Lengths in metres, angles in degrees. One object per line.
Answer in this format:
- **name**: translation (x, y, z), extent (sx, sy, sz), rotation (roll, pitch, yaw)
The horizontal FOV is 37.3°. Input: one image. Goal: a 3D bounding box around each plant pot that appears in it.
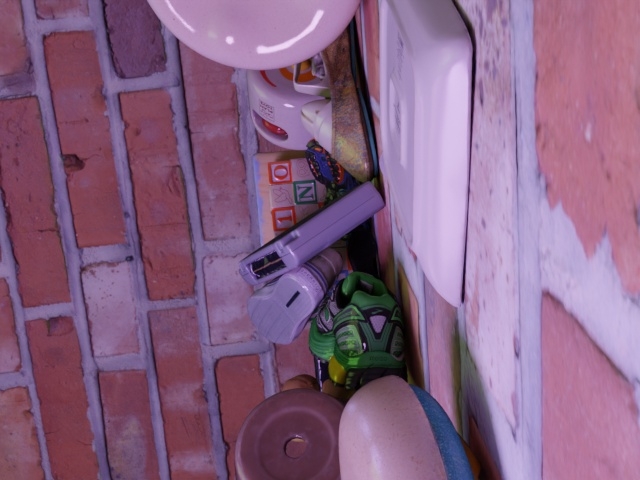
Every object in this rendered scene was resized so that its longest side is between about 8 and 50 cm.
- **plant pot**: translation (-0.005, 0.296, 1.200), extent (0.229, 0.263, 0.263), rotation (71, -170, -57)

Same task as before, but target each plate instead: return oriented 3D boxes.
- **plate**: translation (0.093, -0.121, 0.921), extent (0.277, 0.045, 0.278), rotation (-99, 5, -54)

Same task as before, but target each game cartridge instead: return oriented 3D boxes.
- **game cartridge**: translation (-0.014, -0.012, 1.506), extent (0.060, 0.196, 0.294), rotation (53, 160, -4)

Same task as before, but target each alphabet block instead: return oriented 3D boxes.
- **alphabet block**: translation (-0.028, -0.075, 1.888), extent (0.192, 0.197, 0.193), rotation (113, 152, -86)

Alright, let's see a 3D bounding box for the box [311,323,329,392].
- **box**: translation (0.042, 0.254, 2.021), extent (0.207, 0.108, 0.153), rotation (-113, 18, -82)

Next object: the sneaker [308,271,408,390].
- **sneaker**: translation (0.065, 0.115, 1.381), extent (0.343, 0.134, 0.146), rotation (-153, 68, -80)

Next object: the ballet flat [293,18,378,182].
- **ballet flat**: translation (0.016, -0.236, 1.540), extent (0.123, 0.123, 0.348), rotation (90, 174, -62)

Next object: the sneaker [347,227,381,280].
- **sneaker**: translation (0.074, 0.072, 1.585), extent (0.089, 0.051, 0.170), rotation (98, 164, -58)

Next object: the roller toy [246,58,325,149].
- **roller toy**: translation (-0.035, -0.271, 1.696), extent (0.146, 0.191, 0.209), rotation (90, 174, -55)

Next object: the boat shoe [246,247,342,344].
- **boat shoe**: translation (-0.039, 0.098, 1.609), extent (0.109, 0.094, 0.302), rotation (52, 153, 1)

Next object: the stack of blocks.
- **stack of blocks**: translation (0.000, 0.000, 1.743), extent (0.087, 0.171, 0.297), rotation (111, 153, -84)

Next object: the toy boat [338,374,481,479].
- **toy boat**: translation (0.096, 0.276, 0.922), extent (0.318, 0.148, 0.267), rotation (105, 155, -61)

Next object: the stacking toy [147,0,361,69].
- **stacking toy**: translation (-0.061, -0.505, 1.502), extent (0.480, 0.350, 0.351), rotation (-66, -24, -57)

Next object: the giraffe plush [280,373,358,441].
- **giraffe plush**: translation (0.003, 0.281, 1.546), extent (0.181, 0.170, 0.210), rotation (1, -81, -53)

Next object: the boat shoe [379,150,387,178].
- **boat shoe**: translation (0.091, -0.119, 1.141), extent (0.035, 0.035, 0.100), rotation (-57, -33, -47)

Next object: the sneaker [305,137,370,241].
- **sneaker**: translation (0.049, -0.091, 1.636), extent (0.087, 0.083, 0.221), rotation (-41, -54, -40)
